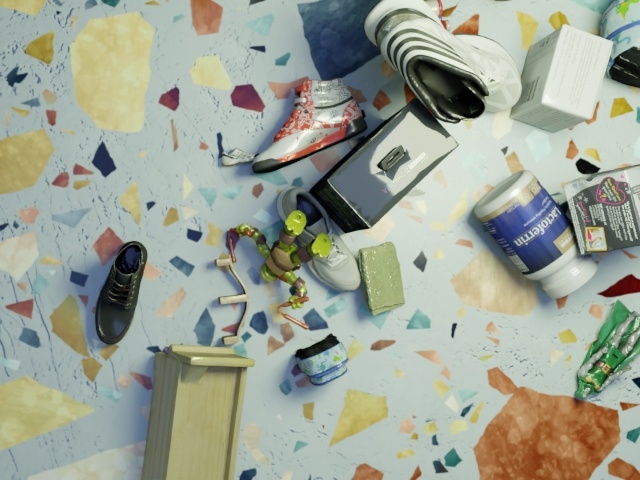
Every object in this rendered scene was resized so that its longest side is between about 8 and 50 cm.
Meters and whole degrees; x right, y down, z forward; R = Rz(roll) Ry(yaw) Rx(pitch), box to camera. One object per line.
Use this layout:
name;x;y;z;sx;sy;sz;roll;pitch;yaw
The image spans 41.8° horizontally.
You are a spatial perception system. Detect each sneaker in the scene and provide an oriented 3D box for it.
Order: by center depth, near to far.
sneaker;0.285;-0.300;1.683;0.448;0.169;0.257;17;41;-41
sneaker;-0.411;0.105;1.699;0.083;0.118;0.221;14;86;-8
sneaker;0.000;0.000;1.764;0.099;0.121;0.262;-38;95;-9
sneaker;-0.046;-0.251;1.783;0.270;0.090;0.144;-25;91;-12
sneaker;-0.170;-0.182;1.789;0.083;0.032;0.036;-10;90;-9

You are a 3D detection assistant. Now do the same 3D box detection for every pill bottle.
pill bottle;0.471;-0.010;1.822;0.153;0.153;0.264;-41;95;-8

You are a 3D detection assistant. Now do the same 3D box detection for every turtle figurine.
turtle figurine;-0.063;0.043;1.734;0.087;0.217;0.269;-33;84;-43

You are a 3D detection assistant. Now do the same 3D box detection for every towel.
towel;0.131;0.081;1.810;0.110;0.027;0.148;-13;92;-40

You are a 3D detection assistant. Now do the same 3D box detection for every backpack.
backpack;0.009;0.255;1.761;0.105;0.114;0.084;-25;92;-9
backpack;0.796;-0.445;1.841;0.356;0.290;0.273;-13;82;-2

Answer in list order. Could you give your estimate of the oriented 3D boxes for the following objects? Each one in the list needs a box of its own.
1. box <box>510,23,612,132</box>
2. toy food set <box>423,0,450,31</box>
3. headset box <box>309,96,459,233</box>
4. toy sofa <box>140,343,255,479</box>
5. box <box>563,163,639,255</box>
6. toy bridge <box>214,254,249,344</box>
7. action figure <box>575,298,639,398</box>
box;0.521;-0.347;1.824;0.119;0.181;0.181;18;85;-8
toy food set;0.223;-0.490;1.755;0.105;0.232;0.111;-11;86;-9
headset box;0.122;-0.144;1.707;0.246;0.283;0.131;-43;95;-7
toy sofa;-0.256;0.398;1.716;0.150;0.177;0.362;8;87;-33
box;0.645;-0.074;1.792;0.247;0.142;0.163;-15;91;-53
toy bridge;-0.185;0.123;1.776;0.063;0.026;0.188;-5;92;-17
action figure;0.653;0.265;1.890;0.137;0.063;0.232;40;87;-9
